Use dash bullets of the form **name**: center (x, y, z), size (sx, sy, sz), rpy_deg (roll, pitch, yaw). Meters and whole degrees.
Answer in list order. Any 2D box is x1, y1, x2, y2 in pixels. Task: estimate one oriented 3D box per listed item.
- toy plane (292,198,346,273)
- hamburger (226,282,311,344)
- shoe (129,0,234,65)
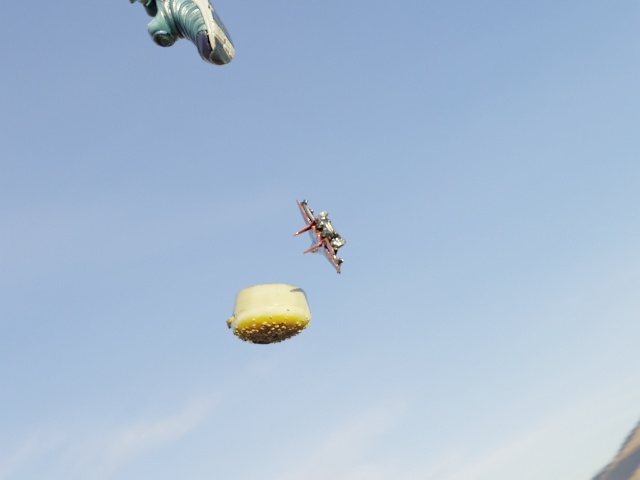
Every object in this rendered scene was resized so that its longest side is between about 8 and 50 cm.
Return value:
- **toy plane**: center (0.003, -0.002, 1.521), size (0.061, 0.130, 0.189), rpy_deg (-33, -9, 3)
- **hamburger**: center (-0.082, 0.120, 1.567), size (0.141, 0.081, 0.126), rpy_deg (-12, -23, 29)
- **shoe**: center (-0.204, -0.324, 1.480), size (0.106, 0.207, 0.091), rpy_deg (-39, -29, -2)
